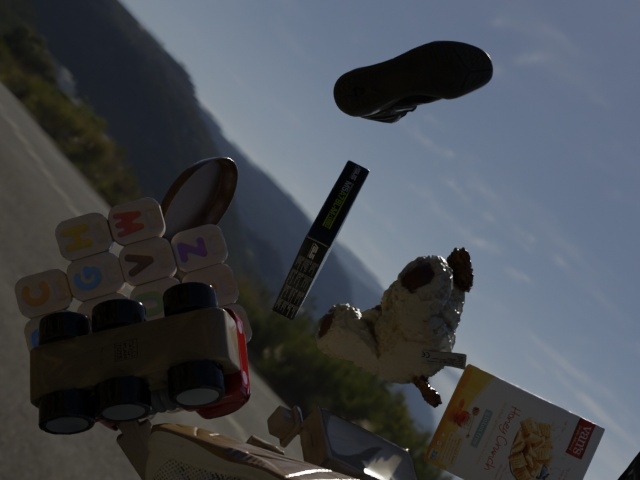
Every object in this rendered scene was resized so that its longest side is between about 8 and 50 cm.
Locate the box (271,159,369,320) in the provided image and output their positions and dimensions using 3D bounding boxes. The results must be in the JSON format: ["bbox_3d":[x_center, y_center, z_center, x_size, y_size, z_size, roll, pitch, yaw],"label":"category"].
[{"bbox_3d":[0.000,0.000,1.773,0.045,0.184,0.191,26,-44,-1],"label":"box"}]

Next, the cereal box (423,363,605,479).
[{"bbox_3d":[0.307,0.324,1.862,0.240,0.173,0.047,24,-5,7],"label":"cereal box"}]

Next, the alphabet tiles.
[{"bbox_3d":[-0.240,0.090,1.498,0.021,0.278,0.284,99,-25,-74],"label":"alphabet tiles"}]

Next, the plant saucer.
[{"bbox_3d":[-0.190,-0.058,1.760,0.029,0.168,0.168,34,-7,22],"label":"plant saucer"}]

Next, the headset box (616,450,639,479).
[{"bbox_3d":[0.453,0.371,1.372,0.246,0.283,0.131,26,38,1],"label":"headset box"}]

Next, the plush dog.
[{"bbox_3d":[0.157,0.126,1.860,0.210,0.262,0.225,51,34,-9],"label":"plush dog"}]

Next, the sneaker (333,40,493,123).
[{"bbox_3d":[0.138,-0.229,1.705,0.130,0.227,0.087,-7,82,-81],"label":"sneaker"}]

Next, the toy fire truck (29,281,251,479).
[{"bbox_3d":[-0.169,0.179,1.269,0.246,0.217,0.158,60,19,-60],"label":"toy fire truck"}]

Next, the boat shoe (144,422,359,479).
[{"bbox_3d":[-0.045,0.234,1.002,0.277,0.096,0.098,11,-5,40],"label":"boat shoe"}]

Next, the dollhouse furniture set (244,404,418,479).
[{"bbox_3d":[-0.032,0.425,1.633,0.174,0.355,0.303,29,23,-23],"label":"dollhouse furniture set"}]
